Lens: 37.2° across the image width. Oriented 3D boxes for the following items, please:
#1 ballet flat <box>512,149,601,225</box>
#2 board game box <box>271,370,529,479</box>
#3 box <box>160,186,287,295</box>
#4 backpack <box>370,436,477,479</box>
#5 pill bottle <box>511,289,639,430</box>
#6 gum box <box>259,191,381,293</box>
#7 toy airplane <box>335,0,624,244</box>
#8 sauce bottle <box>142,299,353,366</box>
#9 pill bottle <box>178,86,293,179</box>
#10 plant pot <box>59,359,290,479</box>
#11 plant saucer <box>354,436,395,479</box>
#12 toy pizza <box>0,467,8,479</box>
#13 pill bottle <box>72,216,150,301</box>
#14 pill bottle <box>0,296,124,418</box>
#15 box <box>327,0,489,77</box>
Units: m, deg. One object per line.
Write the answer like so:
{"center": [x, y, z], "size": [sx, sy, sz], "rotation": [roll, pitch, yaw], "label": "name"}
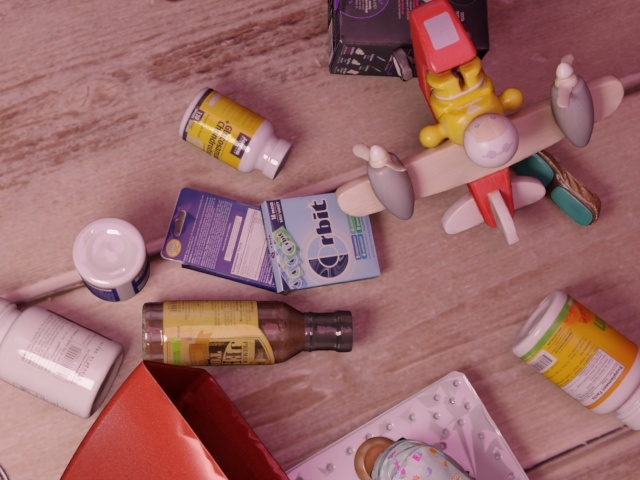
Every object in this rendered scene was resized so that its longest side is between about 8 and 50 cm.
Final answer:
{"center": [0.430, -0.111, 1.737], "size": [0.206, 0.073, 0.067], "rotation": [47, 47, 4], "label": "ballet flat"}
{"center": [0.164, 0.473, 1.543], "size": [0.390, 0.050, 0.390], "rotation": [-28, 81, -13], "label": "board game box"}
{"center": [-0.149, 0.000, 1.638], "size": [0.225, 0.036, 0.136], "rotation": [16, 73, -5], "label": "box"}
{"center": [0.170, 0.386, 1.476], "size": [0.182, 0.115, 0.152], "rotation": [43, 70, -3], "label": "backpack"}
{"center": [0.460, 0.207, 1.608], "size": [0.246, 0.136, 0.136], "rotation": [37, 74, 3], "label": "pill bottle"}
{"center": [0.000, 0.000, 1.629], "size": [0.184, 0.041, 0.157], "rotation": [-7, 82, -22], "label": "gum box"}
{"center": [0.260, -0.157, 1.566], "size": [0.384, 0.272, 0.386], "rotation": [22, 104, -11], "label": "toy airplane"}
{"center": [-0.119, 0.151, 1.563], "size": [0.344, 0.111, 0.111], "rotation": [-1, 75, -6], "label": "sauce bottle"}
{"center": [-0.145, -0.181, 1.654], "size": [0.184, 0.103, 0.103], "rotation": [29, 73, 2], "label": "pill bottle"}
{"center": [-0.224, 0.362, 1.410], "size": [0.236, 0.267, 0.267], "rotation": [-41, 73, 3], "label": "plant pot"}
{"center": [0.097, 0.357, 1.531], "size": [0.083, 0.015, 0.083], "rotation": [2, 74, -6], "label": "plant saucer"}
{"center": [-0.581, 0.418, 1.473], "size": [0.201, 0.032, 0.201], "rotation": [2, 75, -7], "label": "toy pizza"}
{"center": [-0.331, 0.039, 1.527], "size": [0.112, 0.186, 0.112], "rotation": [2, 75, -7], "label": "pill bottle"}
{"center": [-0.440, 0.177, 1.504], "size": [0.229, 0.131, 0.131], "rotation": [25, 73, 0], "label": "pill bottle"}
{"center": [0.155, -0.397, 1.729], "size": [0.270, 0.143, 0.165], "rotation": [2, 77, -7], "label": "box"}
